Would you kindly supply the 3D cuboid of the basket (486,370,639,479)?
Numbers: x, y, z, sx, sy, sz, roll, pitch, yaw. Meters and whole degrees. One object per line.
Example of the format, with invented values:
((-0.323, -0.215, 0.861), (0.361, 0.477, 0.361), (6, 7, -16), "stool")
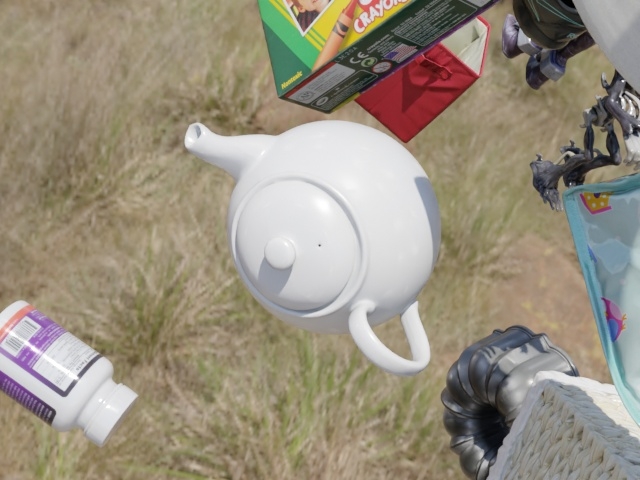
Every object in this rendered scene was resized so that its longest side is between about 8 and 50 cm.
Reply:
((0.387, 0.387, 1.300), (0.328, 0.331, 0.266), (17, 17, -17), "basket")

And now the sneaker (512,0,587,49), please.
((0.263, -0.369, 1.340), (0.267, 0.106, 0.101), (47, 68, -14), "sneaker")

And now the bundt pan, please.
((0.326, 0.320, 1.826), (0.124, 0.330, 0.331), (-13, 44, -29), "bundt pan")

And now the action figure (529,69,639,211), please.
((0.407, -0.151, 1.377), (0.164, 0.275, 0.141), (-8, 58, -43), "action figure")

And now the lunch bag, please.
((0.340, 0.056, 0.904), (0.223, 0.160, 0.262), (-7, 79, -55), "lunch bag")

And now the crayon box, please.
((0.073, -0.376, 1.244), (0.106, 0.363, 0.313), (11, 57, -46), "crayon box")

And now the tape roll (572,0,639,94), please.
((0.338, -0.236, 0.699), (0.392, 0.392, 0.072), (36, 46, 26), "tape roll")

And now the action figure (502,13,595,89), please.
((0.409, -0.333, 1.603), (0.185, 0.285, 0.099), (35, 60, -27), "action figure")

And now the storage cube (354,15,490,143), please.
((0.153, -0.320, 1.798), (0.184, 0.193, 0.215), (37, 39, -14), "storage cube")

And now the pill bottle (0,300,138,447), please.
((-0.328, 0.170, 1.311), (0.193, 0.108, 0.108), (35, 36, 2), "pill bottle")

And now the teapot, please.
((0.000, 0.000, 1.115), (0.256, 0.252, 0.187), (6, 16, 22), "teapot")
